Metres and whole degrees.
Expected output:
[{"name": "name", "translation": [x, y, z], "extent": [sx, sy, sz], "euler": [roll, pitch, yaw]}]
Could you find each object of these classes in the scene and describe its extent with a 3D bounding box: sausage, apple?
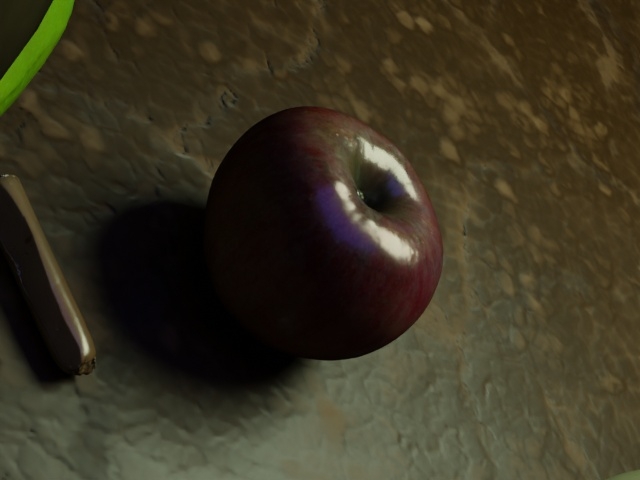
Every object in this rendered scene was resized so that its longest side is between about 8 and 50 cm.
[{"name": "sausage", "translation": [-0.148, 0.019, 0.788], "extent": [0.026, 0.026, 0.116], "euler": [-9, 67, -50]}, {"name": "apple", "translation": [0.000, 0.000, 0.884], "extent": [0.153, 0.120, 0.153], "euler": [34, 34, -28]}]

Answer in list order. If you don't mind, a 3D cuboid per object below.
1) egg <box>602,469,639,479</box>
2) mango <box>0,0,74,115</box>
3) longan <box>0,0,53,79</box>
[{"name": "egg", "translation": [0.233, 0.227, 0.873], "extent": [0.253, 0.188, 0.188], "euler": [25, 42, -16]}, {"name": "mango", "translation": [-0.202, -0.123, 0.785], "extent": [0.125, 0.111, 0.233], "euler": [43, 38, -21]}, {"name": "longan", "translation": [-0.265, -0.137, 0.515], "extent": [0.404, 0.404, 0.336], "euler": [-33, 105, -54]}]
